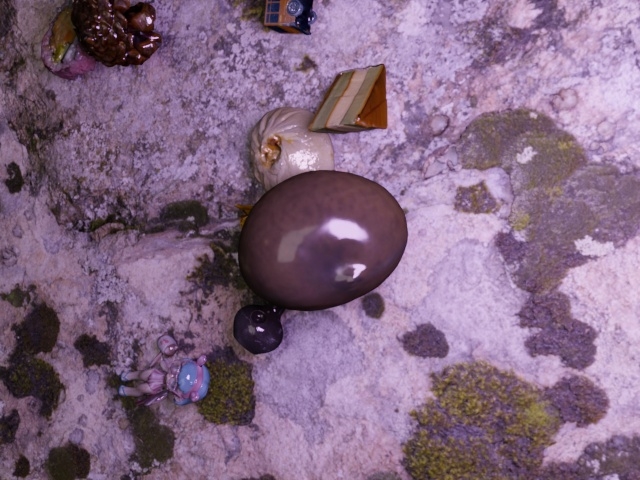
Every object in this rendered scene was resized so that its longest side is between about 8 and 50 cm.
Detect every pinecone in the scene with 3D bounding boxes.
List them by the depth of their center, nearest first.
[{"bbox_3d":[-0.493,-0.523,1.620,0.228,0.201,0.203,15,101,29],"label":"pinecone"}]

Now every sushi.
[{"bbox_3d":[-0.656,-0.536,1.752,0.161,0.107,0.241,-16,75,25],"label":"sushi"}]

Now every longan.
[{"bbox_3d":[0.000,0.000,1.334,0.349,0.288,0.289,-15,83,11],"label":"longan"}]

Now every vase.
[{"bbox_3d":[-0.111,0.164,1.487,0.120,0.120,0.183,40,89,21],"label":"vase"}]

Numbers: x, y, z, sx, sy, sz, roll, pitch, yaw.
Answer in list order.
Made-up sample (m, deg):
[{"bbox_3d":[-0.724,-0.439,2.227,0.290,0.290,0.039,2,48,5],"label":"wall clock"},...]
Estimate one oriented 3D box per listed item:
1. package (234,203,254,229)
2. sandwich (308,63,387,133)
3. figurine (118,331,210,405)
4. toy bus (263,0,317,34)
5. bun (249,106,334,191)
[{"bbox_3d":[-0.146,-0.026,1.518,0.047,0.071,0.131,-19,80,31],"label":"package"},{"bbox_3d":[0.055,-0.293,1.360,0.117,0.187,0.144,-5,94,26],"label":"sandwich"},{"bbox_3d":[-0.376,0.328,1.630,0.259,0.103,0.205,-11,49,28],"label":"figurine"},{"bbox_3d":[-0.064,-0.554,1.468,0.103,0.091,0.182,9,95,25],"label":"toy bus"},{"bbox_3d":[-0.076,-0.189,1.451,0.222,0.127,0.223,1,93,25],"label":"bun"}]
